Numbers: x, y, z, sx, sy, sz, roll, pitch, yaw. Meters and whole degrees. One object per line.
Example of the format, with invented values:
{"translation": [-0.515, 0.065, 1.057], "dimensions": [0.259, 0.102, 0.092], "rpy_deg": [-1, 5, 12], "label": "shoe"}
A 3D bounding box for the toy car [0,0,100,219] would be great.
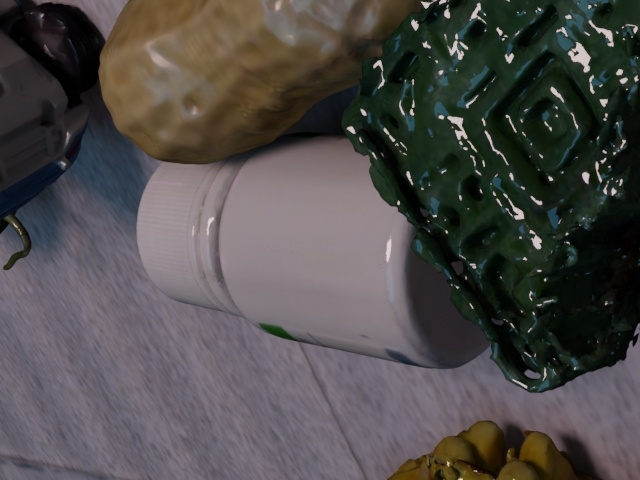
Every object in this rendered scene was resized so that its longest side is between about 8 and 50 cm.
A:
{"translation": [-0.326, -0.139, 0.925], "dimensions": [0.314, 0.198, 0.166], "rpy_deg": [41, 135, 9], "label": "toy car"}

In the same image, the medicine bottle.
{"translation": [0.000, 0.000, 0.777], "dimensions": [0.237, 0.139, 0.139], "rpy_deg": [5, 125, 42], "label": "medicine bottle"}

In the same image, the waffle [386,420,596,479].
{"translation": [0.181, 0.303, 0.902], "dimensions": [0.379, 0.095, 0.382], "rpy_deg": [45, 146, 7], "label": "waffle"}

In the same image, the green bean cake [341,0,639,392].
{"translation": [0.126, -0.057, 0.567], "dimensions": [0.208, 0.107, 0.193], "rpy_deg": [-46, 65, 38], "label": "green bean cake"}

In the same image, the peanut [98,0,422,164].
{"translation": [-0.022, -0.133, 0.694], "dimensions": [0.290, 0.130, 0.130], "rpy_deg": [-25, 103, 47], "label": "peanut"}

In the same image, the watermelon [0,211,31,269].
{"translation": [-0.319, -0.049, 1.058], "dimensions": [0.187, 0.140, 0.140], "rpy_deg": [27, 138, 19], "label": "watermelon"}
